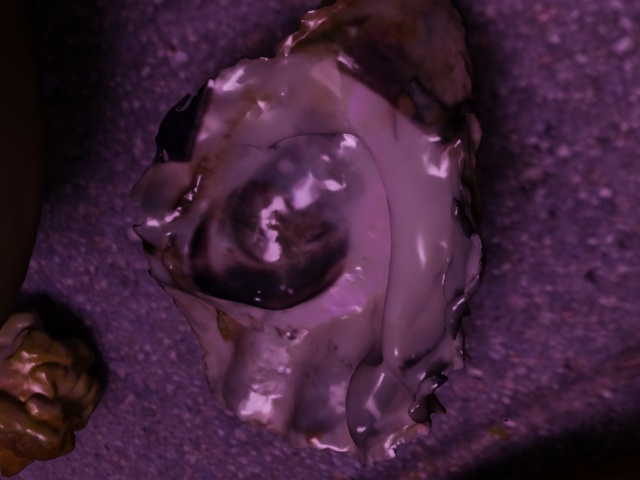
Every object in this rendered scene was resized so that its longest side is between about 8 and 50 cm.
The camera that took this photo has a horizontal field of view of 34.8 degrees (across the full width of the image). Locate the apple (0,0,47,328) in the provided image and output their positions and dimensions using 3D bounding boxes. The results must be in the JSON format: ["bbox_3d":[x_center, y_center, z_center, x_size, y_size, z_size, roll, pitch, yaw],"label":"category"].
[{"bbox_3d":[-0.370,-0.082,0.554,0.474,0.473,0.473,12,122,20],"label":"apple"}]

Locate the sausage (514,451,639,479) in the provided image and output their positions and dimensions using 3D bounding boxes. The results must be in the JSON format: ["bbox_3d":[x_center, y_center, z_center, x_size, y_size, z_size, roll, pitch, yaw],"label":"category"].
[{"bbox_3d":[0.094,0.253,0.707,0.123,0.136,0.501,24,137,-34],"label":"sausage"}]

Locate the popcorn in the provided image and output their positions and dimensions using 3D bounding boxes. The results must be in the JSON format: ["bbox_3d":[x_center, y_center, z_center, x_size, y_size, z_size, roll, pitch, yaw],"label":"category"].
[{"bbox_3d":[-0.250,0.120,0.815,0.145,0.126,0.125,4,146,6],"label":"popcorn"}]

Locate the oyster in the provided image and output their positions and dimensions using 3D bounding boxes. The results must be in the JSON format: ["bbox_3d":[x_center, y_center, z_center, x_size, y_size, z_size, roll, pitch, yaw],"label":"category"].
[{"bbox_3d":[0.001,-0.001,0.626,0.238,0.115,0.351,29,122,20],"label":"oyster"}]
